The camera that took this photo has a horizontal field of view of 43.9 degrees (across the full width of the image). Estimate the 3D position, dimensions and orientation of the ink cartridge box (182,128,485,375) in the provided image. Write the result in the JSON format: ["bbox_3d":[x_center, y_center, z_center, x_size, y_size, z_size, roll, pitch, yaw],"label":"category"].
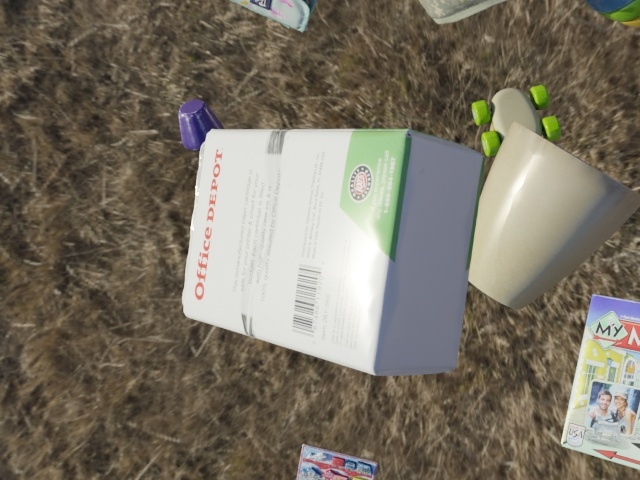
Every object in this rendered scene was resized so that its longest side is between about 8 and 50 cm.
[{"bbox_3d":[0.000,0.000,0.603,0.219,0.093,0.160,10,92,47],"label":"ink cartridge box"}]

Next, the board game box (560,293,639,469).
[{"bbox_3d":[0.483,0.200,0.997,0.317,0.046,0.213,9,83,36],"label":"board game box"}]

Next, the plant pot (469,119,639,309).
[{"bbox_3d":[0.371,-0.027,1.379,0.257,0.256,0.274,33,105,8],"label":"plant pot"}]

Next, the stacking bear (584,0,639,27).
[{"bbox_3d":[0.512,-0.410,1.247,0.289,0.164,0.175,23,138,-23],"label":"stacking bear"}]

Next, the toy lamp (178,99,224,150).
[{"bbox_3d":[-0.187,-0.128,1.428,0.080,0.080,0.274,-7,131,11],"label":"toy lamp"}]

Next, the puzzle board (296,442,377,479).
[{"bbox_3d":[0.025,0.396,1.328,0.128,0.011,0.096,12,112,8],"label":"puzzle board"}]

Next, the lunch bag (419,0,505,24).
[{"bbox_3d":[0.208,-0.480,1.228,0.235,0.287,0.169,43,67,-25],"label":"lunch bag"}]

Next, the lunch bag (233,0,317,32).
[{"bbox_3d":[-0.089,-0.567,1.597,0.223,0.160,0.262,22,130,-6],"label":"lunch bag"}]

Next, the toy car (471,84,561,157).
[{"bbox_3d":[0.417,-0.228,1.719,0.155,0.188,0.148,-14,69,4],"label":"toy car"}]
